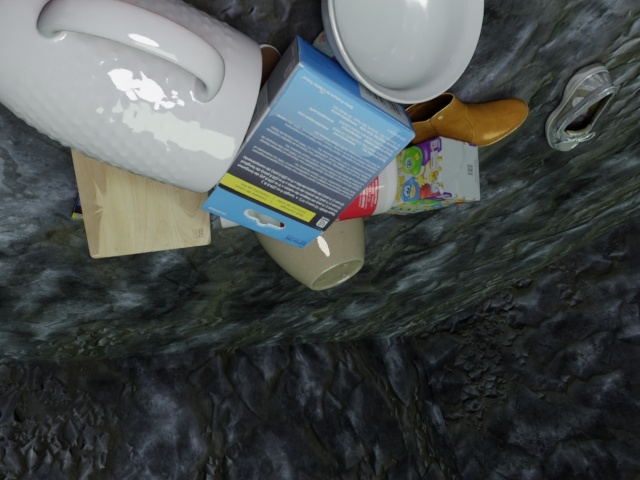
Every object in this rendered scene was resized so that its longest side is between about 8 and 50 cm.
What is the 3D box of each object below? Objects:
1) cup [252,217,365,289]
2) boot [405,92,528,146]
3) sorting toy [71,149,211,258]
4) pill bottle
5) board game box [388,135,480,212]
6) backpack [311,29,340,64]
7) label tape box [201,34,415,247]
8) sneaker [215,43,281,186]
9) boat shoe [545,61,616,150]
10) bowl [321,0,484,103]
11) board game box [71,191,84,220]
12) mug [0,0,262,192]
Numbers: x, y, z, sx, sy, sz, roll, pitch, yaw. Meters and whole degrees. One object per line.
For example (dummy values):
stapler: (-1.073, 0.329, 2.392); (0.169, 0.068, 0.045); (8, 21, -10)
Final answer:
cup: (0.000, 0.000, 1.343); (0.331, 0.237, 0.331); (-24, 157, -11)
boot: (0.352, -0.304, 1.141); (0.295, 0.104, 0.211); (-19, 161, 21)
sorting toy: (-0.383, -0.110, 1.026); (0.255, 0.089, 0.257); (-7, 116, -21)
pill bottle: (-0.044, -0.146, 1.103); (0.407, 0.229, 0.229); (-10, 154, -11)
board game box: (0.260, -0.159, 1.233); (0.142, 0.145, 0.275); (3, 173, -33)
backpack: (0.042, -0.315, 0.920); (0.165, 0.144, 0.188); (9, 138, -32)
label tape box: (-0.035, -0.157, 0.881); (0.249, 0.115, 0.347); (23, 130, -29)
sneaker: (-0.184, -0.260, 0.924); (0.105, 0.123, 0.290); (18, 107, -47)
boat shoe: (0.711, -0.338, 1.283); (0.118, 0.103, 0.320); (-16, 154, 0)
bowl: (0.112, -0.377, 0.768); (0.297, 0.298, 0.134); (0, -167, -29)
board game box: (-0.473, -0.114, 1.121); (0.194, 0.060, 0.194); (6, 146, -37)
mug: (-0.272, -0.244, 0.667); (0.328, 0.276, 0.374); (17, 177, -32)
